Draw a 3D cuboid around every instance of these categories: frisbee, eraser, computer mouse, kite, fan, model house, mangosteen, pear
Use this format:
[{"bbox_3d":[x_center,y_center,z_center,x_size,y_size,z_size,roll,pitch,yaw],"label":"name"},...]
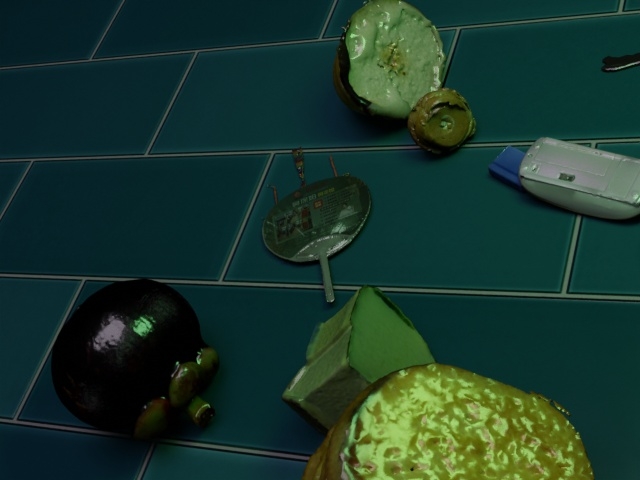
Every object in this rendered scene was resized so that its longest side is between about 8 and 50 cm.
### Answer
[{"bbox_3d":[0.614,-0.338,1.932,0.187,0.012,0.211,-9,50,21],"label":"frisbee"},{"bbox_3d":[0.353,-0.129,1.880,0.063,0.027,0.084,-45,48,-12],"label":"eraser"},{"bbox_3d":[0.460,-0.108,1.785,0.245,0.056,0.126,18,64,32],"label":"computer mouse"},{"bbox_3d":[-0.032,-0.101,2.072,0.198,0.006,0.244,-25,46,7],"label":"kite"},{"bbox_3d":[-0.025,-0.009,1.978,0.223,0.012,0.294,3,54,29],"label":"fan"},{"bbox_3d":[0.056,0.216,1.673,0.189,0.195,0.214,-36,25,30],"label":"model house"},{"bbox_3d":[-0.307,0.217,1.803,0.302,0.275,0.275,38,73,9],"label":"mangosteen"},{"bbox_3d":[0.107,-0.341,2.098,0.178,0.267,0.267,-19,36,59],"label":"pear"}]

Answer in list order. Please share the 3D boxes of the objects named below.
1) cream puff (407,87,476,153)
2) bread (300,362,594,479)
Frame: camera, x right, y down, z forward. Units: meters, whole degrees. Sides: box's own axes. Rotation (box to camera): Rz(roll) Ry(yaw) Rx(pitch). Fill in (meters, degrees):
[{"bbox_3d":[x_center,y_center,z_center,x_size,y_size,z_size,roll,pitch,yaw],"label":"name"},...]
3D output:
[{"bbox_3d":[0.227,-0.230,1.976,0.133,0.120,0.104,-17,21,-24],"label":"cream puff"},{"bbox_3d":[0.164,0.347,1.384,0.397,0.215,0.398,4,47,-5],"label":"bread"}]
